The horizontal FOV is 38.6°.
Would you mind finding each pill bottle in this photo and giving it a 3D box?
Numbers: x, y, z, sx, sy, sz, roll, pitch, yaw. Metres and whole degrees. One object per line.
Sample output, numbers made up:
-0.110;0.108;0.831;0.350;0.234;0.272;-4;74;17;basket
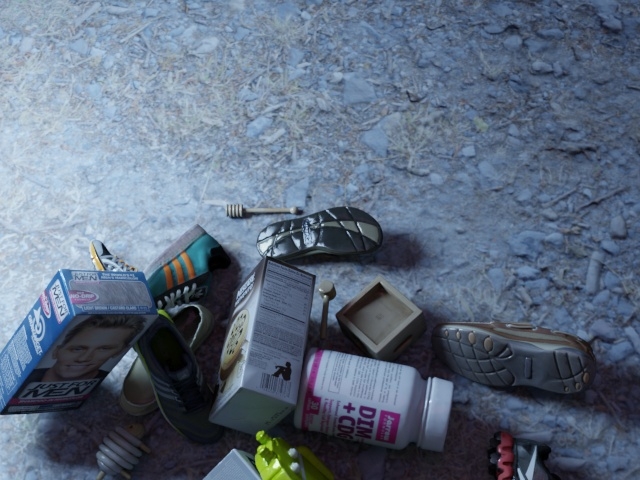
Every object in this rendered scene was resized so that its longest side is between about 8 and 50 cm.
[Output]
0.101;0.306;1.735;0.283;0.160;0.160;10;62;6;pill bottle

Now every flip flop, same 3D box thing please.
0.000;0.000;1.971;0.277;0.080;0.112;-10;64;14;flip flop

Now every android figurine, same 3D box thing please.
-0.017;0.444;1.618;0.056;0.248;0.273;-44;100;4;android figurine

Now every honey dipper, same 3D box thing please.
-0.130;-0.066;2.037;0.161;0.030;0.030;1;60;-2;honey dipper

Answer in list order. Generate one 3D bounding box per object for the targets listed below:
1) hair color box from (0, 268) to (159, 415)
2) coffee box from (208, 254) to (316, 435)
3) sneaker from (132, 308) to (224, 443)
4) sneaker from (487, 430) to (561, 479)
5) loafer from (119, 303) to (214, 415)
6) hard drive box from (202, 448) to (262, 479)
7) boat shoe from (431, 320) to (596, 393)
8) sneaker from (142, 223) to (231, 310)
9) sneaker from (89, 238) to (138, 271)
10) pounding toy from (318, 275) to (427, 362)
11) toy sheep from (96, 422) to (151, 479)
-0.468;0.194;1.707;0.174;0.347;0.105;3;50;-43;hair color box
-0.111;0.202;1.763;0.119;0.168;0.297;22;50;-17;coffee box
-0.272;0.266;1.742;0.111;0.121;0.299;-33;104;-17;sneaker
0.377;0.483;1.660;0.135;0.097;0.276;1;59;6;sneaker
-0.316;0.227;1.840;0.102;0.092;0.268;26;65;16;loafer
-0.084;0.491;1.622;0.089;0.181;0.232;-44;68;-3;hard drive box
0.383;0.219;1.814;0.325;0.123;0.116;13;28;19;boat shoe
-0.293;0.088;1.879;0.121;0.108;0.302;37;48;3;sneaker
-0.422;0.082;1.940;0.083;0.084;0.215;-30;73;-17;sneaker
0.079;0.163;1.865;0.181;0.094;0.206;-41;57;-13;pounding toy
-0.382;0.406;1.749;0.091;0.091;0.132;30;71;18;toy sheep
